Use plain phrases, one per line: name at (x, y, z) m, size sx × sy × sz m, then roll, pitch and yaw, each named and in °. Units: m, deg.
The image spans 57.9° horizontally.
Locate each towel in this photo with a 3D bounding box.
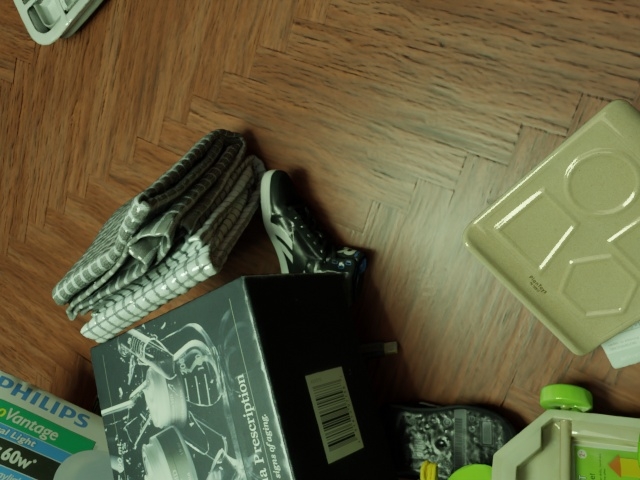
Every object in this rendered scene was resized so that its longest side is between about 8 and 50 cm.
towel at (-0.214, -0.019, 0.784) m, size 0.235 × 0.284 × 0.121 m, roll -30°, pitch 110°, yaw 27°

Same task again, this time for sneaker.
sneaker at (0.000, 0.000, 0.791) m, size 0.121 × 0.079 × 0.217 m, roll -9°, pitch 100°, yaw 27°

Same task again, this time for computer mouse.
computer mouse at (0.121, 0.224, 0.759) m, size 0.262 × 0.060 × 0.184 m, roll -9°, pitch 69°, yaw 21°

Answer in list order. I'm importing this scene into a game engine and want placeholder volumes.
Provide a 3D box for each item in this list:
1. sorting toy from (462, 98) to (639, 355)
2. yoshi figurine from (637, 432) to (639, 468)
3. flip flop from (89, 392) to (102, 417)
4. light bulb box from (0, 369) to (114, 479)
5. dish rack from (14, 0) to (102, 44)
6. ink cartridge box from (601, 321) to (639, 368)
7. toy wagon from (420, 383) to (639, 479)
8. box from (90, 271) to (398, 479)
sorting toy at (0.284, -0.006, 0.589) m, size 0.193 × 0.038 × 0.208 m, roll 44°, pitch 117°, yaw 0°
yoshi figurine at (0.374, 0.102, 0.484) m, size 0.203 × 0.203 × 0.362 m, roll 19°, pitch 83°, yaw 16°
flip flop at (-0.369, 0.313, 1.032) m, size 0.112 × 0.080 × 0.277 m, roll 36°, pitch 112°, yaw 21°
light bulb box at (-0.431, 0.446, 0.851) m, size 0.358 × 0.361 × 0.225 m, roll 30°, pitch 114°, yaw -15°
dish rack at (-0.401, -0.516, 0.949) m, size 0.333 × 0.072 × 0.286 m, roll -32°, pitch 80°, yaw 29°
ink cartridge box at (0.351, 0.003, 0.614) m, size 0.189 × 0.066 × 0.232 m, roll -26°, pitch 104°, yaw 29°
toy wagon at (0.271, 0.285, 0.589) m, size 0.344 × 0.068 × 0.267 m, roll -2°, pitch 57°, yaw 26°
box at (-0.099, 0.249, 0.716) m, size 0.312 × 0.179 × 0.343 m, roll -26°, pitch 73°, yaw 35°
